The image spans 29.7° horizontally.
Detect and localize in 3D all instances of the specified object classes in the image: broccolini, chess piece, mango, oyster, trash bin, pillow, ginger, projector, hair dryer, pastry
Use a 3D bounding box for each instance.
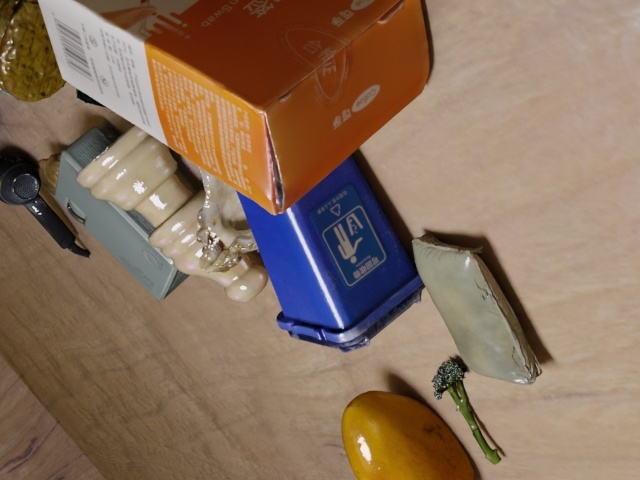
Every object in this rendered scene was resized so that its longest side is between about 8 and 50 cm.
[{"bbox_3d":[0.198,0.225,1.618,0.194,0.054,0.052,56,-176,-33],"label":"broccolini"},{"bbox_3d":[-0.204,-0.026,1.770,0.307,0.139,0.124,47,171,-7],"label":"chess piece"},{"bbox_3d":[0.119,0.308,1.729,0.126,0.154,0.252,-3,139,50],"label":"mango"},{"bbox_3d":[-0.102,-0.053,1.621,0.161,0.107,0.233,42,136,21],"label":"oyster"},{"bbox_3d":[0.000,0.000,1.456,0.184,0.162,0.235,7,128,54],"label":"trash bin"},{"bbox_3d":[0.181,0.086,1.408,0.119,0.053,0.208,3,127,53],"label":"pillow"},{"bbox_3d":[-0.443,-0.098,2.097,0.096,0.067,0.165,20,150,5],"label":"ginger"},{"bbox_3d":[-0.299,-0.044,1.918,0.256,0.099,0.192,44,154,4],"label":"projector"},{"bbox_3d":[-0.542,-0.052,2.315,0.272,0.091,0.235,56,163,-26],"label":"hair dryer"},{"bbox_3d":[-0.389,-0.282,1.614,0.103,0.189,0.189,30,150,18],"label":"pastry"}]

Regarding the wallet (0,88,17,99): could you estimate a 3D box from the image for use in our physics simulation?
[{"bbox_3d":[-0.538,-0.381,1.836,0.237,0.075,0.342,33,150,14],"label":"wallet"}]

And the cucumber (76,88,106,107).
[{"bbox_3d":[-0.301,-0.211,1.723,0.220,0.070,0.046,20,114,41],"label":"cucumber"}]

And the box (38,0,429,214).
[{"bbox_3d":[-0.090,-0.204,1.210,0.341,0.225,0.143,33,150,29],"label":"box"}]
